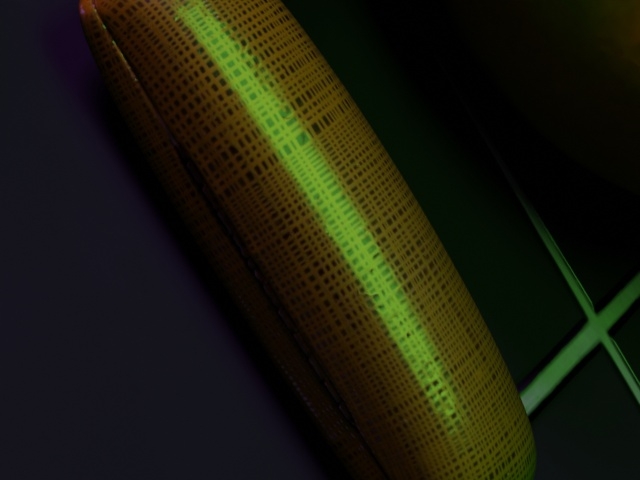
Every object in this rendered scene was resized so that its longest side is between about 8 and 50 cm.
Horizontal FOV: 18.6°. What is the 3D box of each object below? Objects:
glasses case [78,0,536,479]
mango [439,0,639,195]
[{"bbox_3d":[0.000,0.000,0.671,0.234,0.064,0.079,58,35,-4],"label":"glasses case"},{"bbox_3d":[0.208,-0.158,0.994,0.445,0.232,0.300,-24,81,-54],"label":"mango"}]
